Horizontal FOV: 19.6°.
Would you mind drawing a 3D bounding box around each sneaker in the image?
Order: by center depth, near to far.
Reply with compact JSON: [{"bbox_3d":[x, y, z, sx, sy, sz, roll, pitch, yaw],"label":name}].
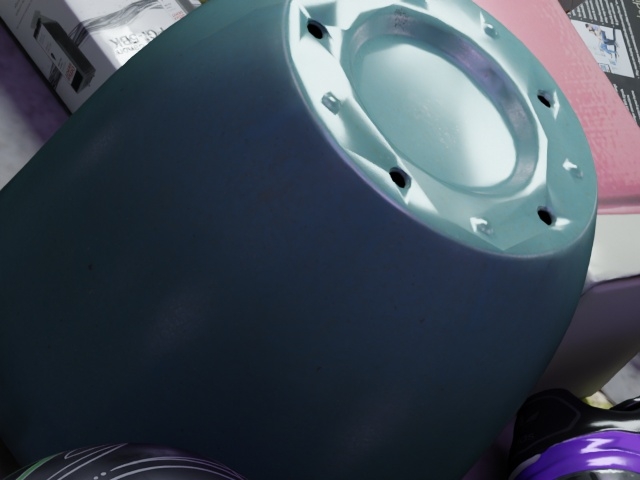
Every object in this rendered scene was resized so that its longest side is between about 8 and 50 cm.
[{"bbox_3d":[0.238,0.145,1.091,0.293,0.102,0.146,13,46,-25],"label":"sneaker"}]

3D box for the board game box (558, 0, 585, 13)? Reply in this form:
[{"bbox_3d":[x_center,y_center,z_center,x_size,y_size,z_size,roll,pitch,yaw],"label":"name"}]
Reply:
[{"bbox_3d":[0.063,-0.263,1.265,0.144,0.142,0.275,19,52,-37],"label":"board game box"}]

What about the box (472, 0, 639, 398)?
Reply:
[{"bbox_3d":[0.109,-0.029,1.123,0.127,0.148,0.232,-6,58,-40],"label":"box"}]

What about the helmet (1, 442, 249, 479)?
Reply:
[{"bbox_3d":[-0.087,0.167,0.804,0.169,0.169,0.161,20,61,-18],"label":"helmet"}]

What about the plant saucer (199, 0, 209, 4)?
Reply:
[{"bbox_3d":[0.000,-0.205,1.146,0.045,0.188,0.188,30,-5,-38],"label":"plant saucer"}]

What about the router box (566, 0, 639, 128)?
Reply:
[{"bbox_3d":[0.230,-0.119,1.323,0.243,0.081,0.309,10,53,-27],"label":"router box"}]

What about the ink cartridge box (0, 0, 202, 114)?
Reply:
[{"bbox_3d":[-0.122,-0.127,1.123,0.099,0.056,0.135,-21,66,-45],"label":"ink cartridge box"}]

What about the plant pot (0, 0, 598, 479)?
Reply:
[{"bbox_3d":[0.000,0.000,0.941,0.293,0.235,0.293,24,42,-23],"label":"plant pot"}]
